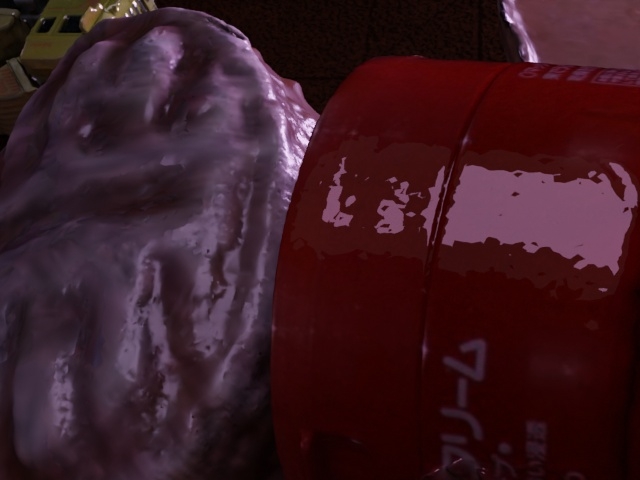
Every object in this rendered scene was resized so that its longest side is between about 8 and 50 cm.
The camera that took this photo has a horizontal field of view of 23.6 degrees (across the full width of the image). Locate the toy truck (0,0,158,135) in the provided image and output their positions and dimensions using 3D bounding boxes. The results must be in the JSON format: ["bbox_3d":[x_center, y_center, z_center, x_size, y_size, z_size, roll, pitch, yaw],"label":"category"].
[{"bbox_3d":[-0.207,-0.126,1.048,0.191,0.085,0.116,5,52,27],"label":"toy truck"}]

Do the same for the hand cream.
[{"bbox_3d":[0.085,0.032,0.660,0.149,0.230,0.230,5,43,19],"label":"hand cream"}]

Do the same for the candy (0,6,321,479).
[{"bbox_3d":[-0.080,0.026,0.751,0.214,0.157,0.289,-19,51,29],"label":"candy"}]

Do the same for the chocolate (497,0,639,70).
[{"bbox_3d":[0.181,-0.082,0.877,0.161,0.083,0.261,2,40,0],"label":"chocolate"}]
